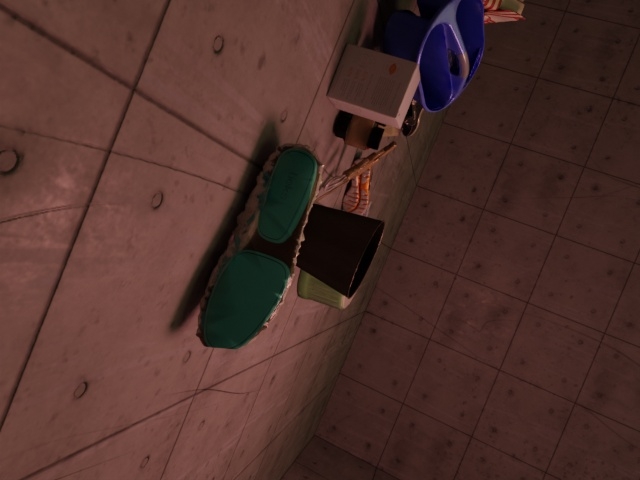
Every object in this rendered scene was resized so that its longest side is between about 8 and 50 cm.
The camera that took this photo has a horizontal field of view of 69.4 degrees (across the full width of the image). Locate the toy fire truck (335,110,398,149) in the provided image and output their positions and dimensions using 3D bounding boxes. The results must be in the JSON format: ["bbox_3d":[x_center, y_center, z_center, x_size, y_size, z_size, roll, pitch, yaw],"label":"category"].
[{"bbox_3d":[0.154,-0.355,1.248,0.246,0.159,0.216,-60,168,-74],"label":"toy fire truck"}]

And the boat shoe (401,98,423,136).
[{"bbox_3d":[0.372,-0.523,1.925,0.079,0.084,0.233,-20,154,-17],"label":"boat shoe"}]

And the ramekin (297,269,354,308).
[{"bbox_3d":[0.061,0.075,1.504,0.303,0.148,0.303,-59,163,-30],"label":"ramekin"}]

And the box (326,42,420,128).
[{"bbox_3d":[0.123,-0.350,1.056,0.129,0.171,0.091,-68,166,4],"label":"box"}]

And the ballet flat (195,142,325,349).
[{"bbox_3d":[-0.107,0.012,0.879,0.408,0.147,0.147,-65,165,-6],"label":"ballet flat"}]

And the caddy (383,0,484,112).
[{"bbox_3d":[0.312,-0.489,1.198,0.241,0.179,0.341,-46,152,0],"label":"caddy"}]

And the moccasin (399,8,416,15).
[{"bbox_3d":[0.289,-0.585,1.409,0.137,0.117,0.342,-68,165,3],"label":"moccasin"}]

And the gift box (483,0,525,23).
[{"bbox_3d":[0.485,-0.773,1.369,0.255,0.277,0.257,-133,-122,-62],"label":"gift box"}]

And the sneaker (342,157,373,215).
[{"bbox_3d":[0.133,-0.175,1.534,0.083,0.084,0.214,-52,159,-59],"label":"sneaker"}]

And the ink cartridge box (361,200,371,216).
[{"bbox_3d":[0.126,-0.028,1.797,0.206,0.045,0.208,-52,160,-47],"label":"ink cartridge box"}]

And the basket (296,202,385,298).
[{"bbox_3d":[0.000,0.000,1.022,0.154,0.227,0.204,95,21,-48],"label":"basket"}]

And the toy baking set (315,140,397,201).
[{"bbox_3d":[0.087,-0.188,1.238,0.256,0.030,0.197,-34,179,25],"label":"toy baking set"}]
